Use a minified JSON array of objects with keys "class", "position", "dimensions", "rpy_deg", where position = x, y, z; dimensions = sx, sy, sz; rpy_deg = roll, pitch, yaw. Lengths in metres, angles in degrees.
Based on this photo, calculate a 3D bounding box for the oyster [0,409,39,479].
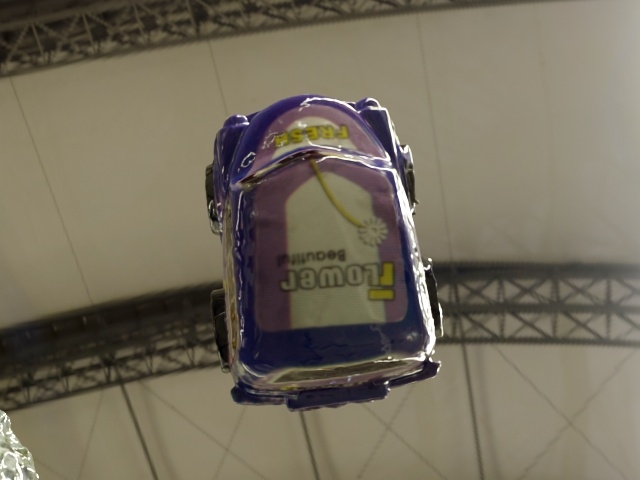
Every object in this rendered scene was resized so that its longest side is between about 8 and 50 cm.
[{"class":"oyster","position":[-0.246,0.190,0.732],"dimensions":[0.158,0.351,0.162],"rpy_deg":[-10,-55,-15]}]

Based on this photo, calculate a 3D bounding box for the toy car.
[{"class":"toy car","position":[0.000,0.000,0.782],"dimensions":[0.172,0.158,0.235],"rpy_deg":[-8,-102,-3]}]
